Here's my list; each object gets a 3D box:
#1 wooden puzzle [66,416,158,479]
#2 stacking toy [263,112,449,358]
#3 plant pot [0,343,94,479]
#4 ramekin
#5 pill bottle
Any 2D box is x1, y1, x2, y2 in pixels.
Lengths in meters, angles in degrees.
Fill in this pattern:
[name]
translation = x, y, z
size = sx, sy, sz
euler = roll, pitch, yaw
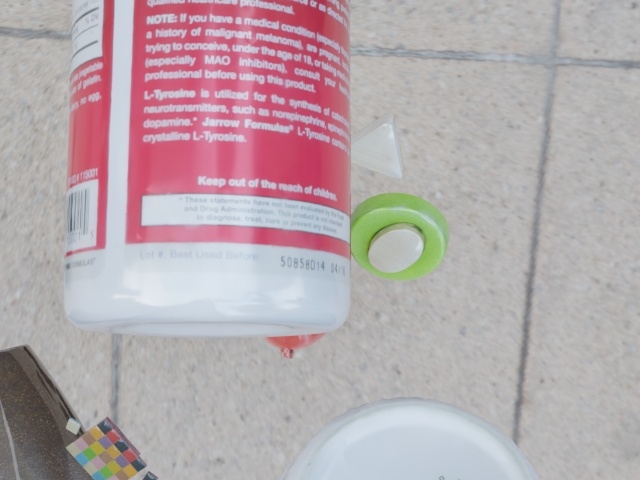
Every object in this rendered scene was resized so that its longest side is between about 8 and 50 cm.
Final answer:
[wooden puzzle]
translation = -0.165, 0.168, 0.878
size = 0.049, 0.006, 0.083
euler = -37, 96, 28
[stacking toy]
translation = 0.000, 0.000, 1.392
size = 0.279, 0.130, 0.309
euler = -11, 129, 21
[plant pot]
translation = -0.273, 0.213, 0.968
size = 0.215, 0.215, 0.230
euler = -14, 88, -7
[ramekin]
translation = 0.077, 0.260, 0.973
size = 0.273, 0.127, 0.273
euler = 1, 59, -1
[pill bottle]
translation = -0.089, -0.129, 0.924
size = 0.229, 0.229, 0.407
euler = 2, 82, -11
